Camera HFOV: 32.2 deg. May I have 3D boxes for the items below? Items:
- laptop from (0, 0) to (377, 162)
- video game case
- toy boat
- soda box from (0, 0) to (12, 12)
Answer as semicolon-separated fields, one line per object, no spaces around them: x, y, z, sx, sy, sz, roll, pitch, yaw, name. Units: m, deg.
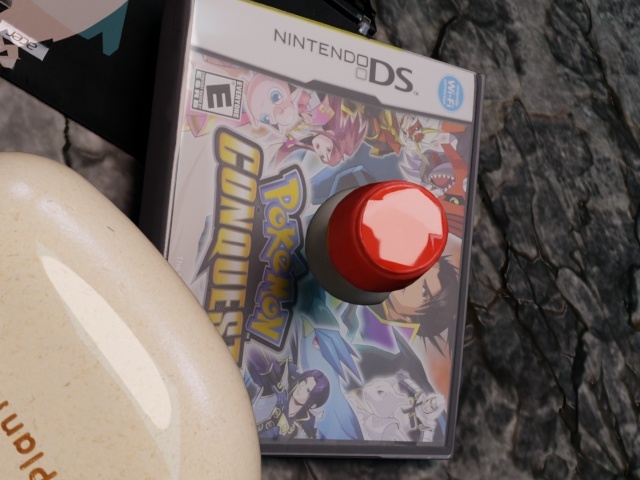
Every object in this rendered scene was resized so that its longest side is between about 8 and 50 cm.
-0.091;-0.181;0.770;0.234;0.136;0.264;32;29;-27;laptop
0.000;0.000;0.711;0.248;0.035;0.274;10;83;-38;video game case
-0.079;0.060;0.561;0.318;0.148;0.267;-28;90;-8;toy boat
-0.206;-0.206;0.647;0.053;0.060;0.169;29;55;-44;soda box
